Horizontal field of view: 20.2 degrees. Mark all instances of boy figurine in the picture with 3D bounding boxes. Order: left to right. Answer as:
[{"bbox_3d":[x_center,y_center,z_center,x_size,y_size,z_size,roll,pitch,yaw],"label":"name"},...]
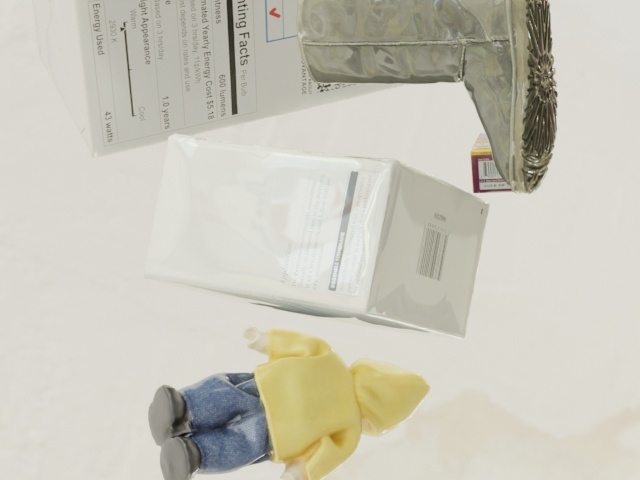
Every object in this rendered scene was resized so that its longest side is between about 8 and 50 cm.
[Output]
[{"bbox_3d":[-0.028,0.164,1.818,0.285,0.092,0.177,-11,-112,-26],"label":"boy figurine"}]

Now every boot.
[{"bbox_3d":[0.081,-0.132,1.429,0.076,0.208,0.189,-10,-80,-63],"label":"boot"}]

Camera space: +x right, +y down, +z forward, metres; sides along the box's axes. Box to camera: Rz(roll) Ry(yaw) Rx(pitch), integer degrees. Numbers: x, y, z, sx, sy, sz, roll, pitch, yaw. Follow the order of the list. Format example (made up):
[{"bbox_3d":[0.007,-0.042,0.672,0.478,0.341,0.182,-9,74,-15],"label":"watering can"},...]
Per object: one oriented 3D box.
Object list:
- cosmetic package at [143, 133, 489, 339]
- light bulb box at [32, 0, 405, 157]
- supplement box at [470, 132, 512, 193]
[{"bbox_3d":[0.000,0.000,1.613,0.224,0.225,0.138,19,-98,-62],"label":"cosmetic package"},{"bbox_3d":[-0.104,-0.317,1.809,0.361,0.225,0.358,-14,-50,-17],"label":"light bulb box"},{"bbox_3d":[0.173,-0.074,1.694,0.083,0.055,0.043,-51,-42,-70],"label":"supplement box"}]
